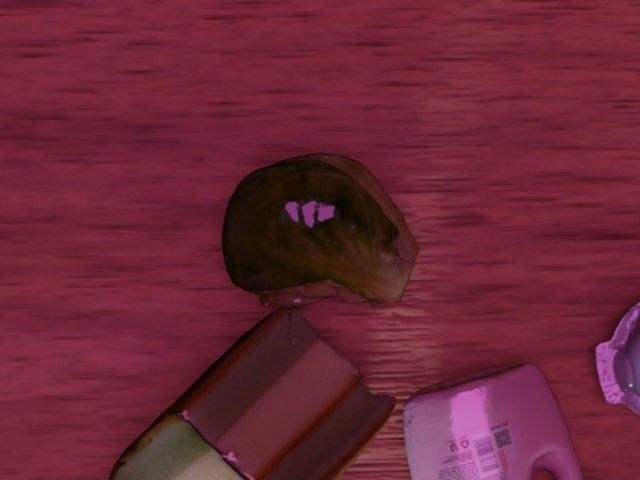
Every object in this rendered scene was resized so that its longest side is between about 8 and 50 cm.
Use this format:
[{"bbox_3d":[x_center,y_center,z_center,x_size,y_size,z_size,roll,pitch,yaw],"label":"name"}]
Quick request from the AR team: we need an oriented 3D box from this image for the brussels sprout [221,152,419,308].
[{"bbox_3d":[-0.001,-0.008,1.564,0.183,0.131,0.145,-2,94,1],"label":"brussels sprout"}]

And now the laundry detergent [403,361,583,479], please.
[{"bbox_3d":[0.186,0.290,1.594,0.159,0.088,0.335,-17,91,-4],"label":"laundry detergent"}]

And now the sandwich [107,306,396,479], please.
[{"bbox_3d":[-0.067,0.191,1.573,0.155,0.227,0.198,46,51,0],"label":"sandwich"}]

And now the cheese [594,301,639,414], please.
[{"bbox_3d":[0.385,0.104,1.628,0.244,0.052,0.135,-12,92,-5],"label":"cheese"}]
